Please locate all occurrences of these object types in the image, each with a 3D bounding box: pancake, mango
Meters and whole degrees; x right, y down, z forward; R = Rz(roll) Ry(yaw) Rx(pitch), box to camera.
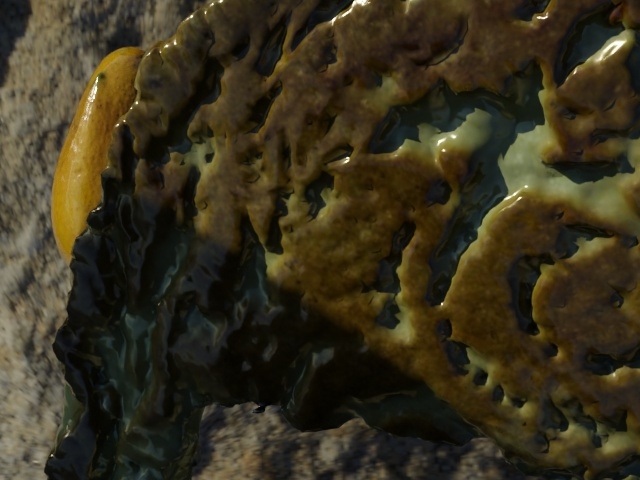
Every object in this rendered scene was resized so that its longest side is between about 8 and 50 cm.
[{"bbox_3d":[0.052,-0.009,0.368,0.376,0.054,0.197,-27,103,27],"label":"pancake"},{"bbox_3d":[-0.165,-0.052,1.066,0.147,0.109,0.227,-17,111,-49],"label":"mango"}]
